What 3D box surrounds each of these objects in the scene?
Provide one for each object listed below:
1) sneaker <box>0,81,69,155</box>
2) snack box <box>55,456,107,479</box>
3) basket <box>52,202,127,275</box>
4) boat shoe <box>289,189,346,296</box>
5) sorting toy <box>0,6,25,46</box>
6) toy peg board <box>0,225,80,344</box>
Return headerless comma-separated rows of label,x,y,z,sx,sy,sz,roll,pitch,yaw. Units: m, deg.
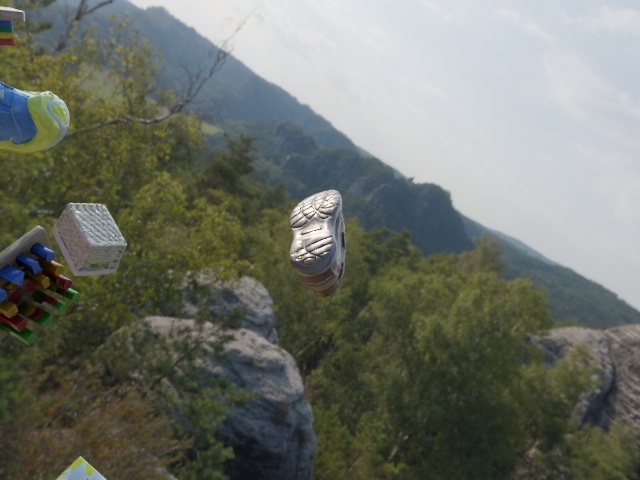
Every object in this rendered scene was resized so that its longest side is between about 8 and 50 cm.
sneaker,-0.432,-0.140,0.615,0.126,0.240,0.091,25,51,-67
snack box,-0.181,0.338,0.516,0.207,0.175,0.070,26,46,21
basket,-0.580,-0.007,1.290,0.113,0.103,0.167,-3,48,-52
boat shoe,0.000,0.000,1.131,0.324,0.123,0.116,-78,151,-54
sorting toy,-0.876,-0.528,1.245,0.255,0.089,0.257,-9,27,-34
toy peg board,-0.514,0.090,0.912,0.079,0.161,0.161,23,47,12
